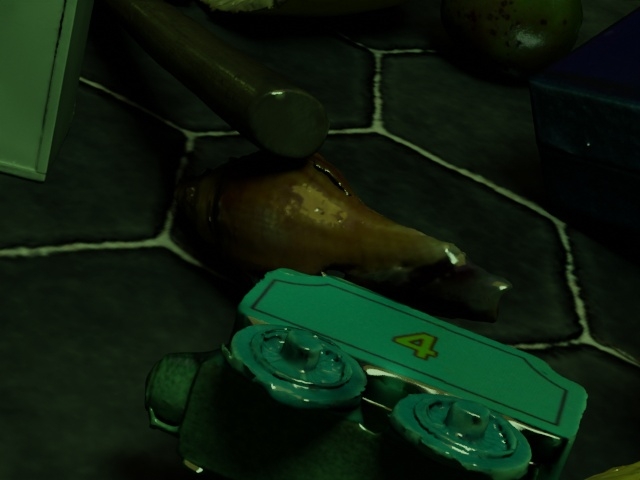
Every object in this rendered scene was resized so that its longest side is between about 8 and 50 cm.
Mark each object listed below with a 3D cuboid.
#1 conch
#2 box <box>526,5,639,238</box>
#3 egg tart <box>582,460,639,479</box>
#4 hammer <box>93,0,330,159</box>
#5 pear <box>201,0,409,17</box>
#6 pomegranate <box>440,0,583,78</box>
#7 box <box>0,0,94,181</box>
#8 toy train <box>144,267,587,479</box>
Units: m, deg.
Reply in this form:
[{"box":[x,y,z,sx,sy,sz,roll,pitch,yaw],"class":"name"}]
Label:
[{"box":[-0.005,0.002,0.885,0.080,0.086,0.233,-9,36,-37],"class":"conch"},{"box":[0.325,-0.090,1.030,0.261,0.116,0.279,-32,35,-32],"class":"box"},{"box":[0.199,0.208,0.576,0.345,0.132,0.345,12,29,-7],"class":"egg tart"},{"box":[-0.095,-0.136,1.041,0.168,0.044,0.440,-1,20,-24],"class":"hammer"},{"box":[0.019,-0.256,1.276,0.178,0.267,0.267,31,13,-43],"class":"pear"},{"box":[0.158,-0.196,1.256,0.115,0.142,0.114,25,13,-6],"class":"pomegranate"},{"box":[-0.198,-0.164,0.940,0.130,0.225,0.086,14,29,-3],"class":"box"},{"box":[0.024,0.090,0.735,0.198,0.107,0.154,22,22,11],"class":"toy train"}]
